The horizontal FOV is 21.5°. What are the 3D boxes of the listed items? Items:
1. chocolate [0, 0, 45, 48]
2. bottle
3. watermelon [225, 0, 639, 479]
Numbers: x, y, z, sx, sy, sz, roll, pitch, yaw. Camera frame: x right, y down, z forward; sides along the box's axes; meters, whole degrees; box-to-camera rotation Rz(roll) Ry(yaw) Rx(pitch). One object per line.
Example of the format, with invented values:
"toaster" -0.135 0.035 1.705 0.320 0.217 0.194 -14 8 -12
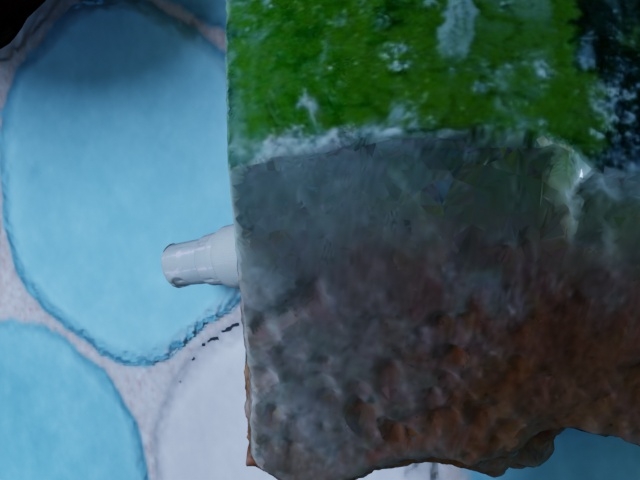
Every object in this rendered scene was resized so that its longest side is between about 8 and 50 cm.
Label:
"chocolate" -0.260 -0.254 0.940 0.383 0.383 0.331 -27 95 35
"bottle" 0.000 0.000 0.929 0.217 0.060 0.060 -7 91 36
"watermelon" 0.086 -0.005 0.762 0.264 0.151 0.302 1 109 -2
